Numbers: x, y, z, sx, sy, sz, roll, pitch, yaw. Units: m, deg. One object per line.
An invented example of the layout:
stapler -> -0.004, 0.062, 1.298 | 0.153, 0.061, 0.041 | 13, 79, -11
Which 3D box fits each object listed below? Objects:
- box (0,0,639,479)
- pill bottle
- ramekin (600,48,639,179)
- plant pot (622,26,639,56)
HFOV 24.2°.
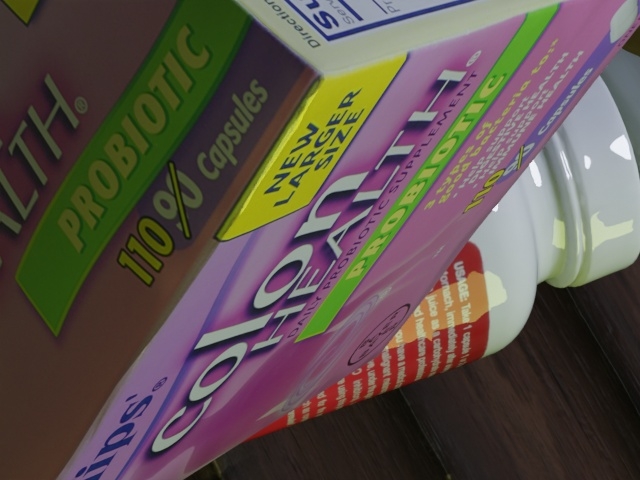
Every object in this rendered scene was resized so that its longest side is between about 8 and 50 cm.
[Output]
box -> -0.026, -0.031, 0.489 | 0.243, 0.117, 0.213 | -24, 154, -54
pill bottle -> 0.000, 0.000, 1.027 | 0.408, 0.229, 0.229 | -18, 168, -9
ramekin -> 0.320, -0.137, 1.067 | 0.277, 0.135, 0.277 | -26, 154, -14
plant pot -> 0.211, -0.235, 0.644 | 0.263, 0.263, 0.229 | -26, 151, -15
